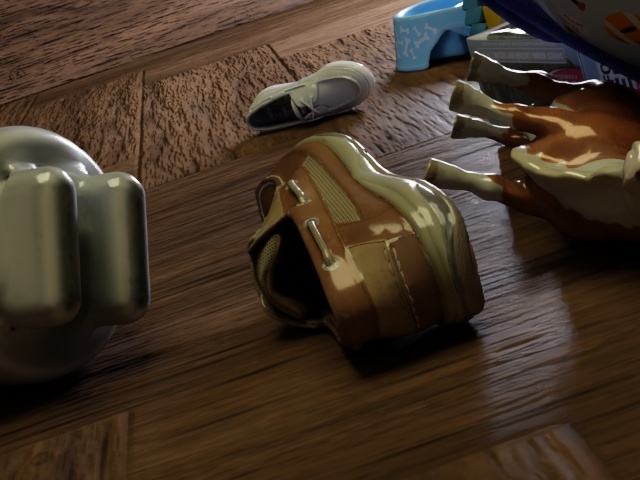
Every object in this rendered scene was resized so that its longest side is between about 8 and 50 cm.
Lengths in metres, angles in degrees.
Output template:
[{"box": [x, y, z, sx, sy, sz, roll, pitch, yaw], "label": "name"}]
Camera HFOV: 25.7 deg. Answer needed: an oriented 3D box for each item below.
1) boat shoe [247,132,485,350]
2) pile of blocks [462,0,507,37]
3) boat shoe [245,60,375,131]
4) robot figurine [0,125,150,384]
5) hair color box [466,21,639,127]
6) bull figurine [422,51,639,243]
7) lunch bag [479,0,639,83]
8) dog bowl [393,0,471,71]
[{"box": [0.000, 0.000, 1.016, 0.116, 0.123, 0.324, -24, 14, -14], "label": "boat shoe"}, {"box": [0.242, -0.329, 1.730, 0.113, 0.362, 0.149, 8, -35, -20], "label": "pile of blocks"}, {"box": [-0.017, -0.177, 1.767, 0.184, 0.066, 0.063, -6, 33, 33], "label": "boat shoe"}, {"box": [-0.296, 0.019, 1.133, 0.353, 0.199, 0.300, -7, -9, 37], "label": "robot figurine"}, {"box": [0.350, -0.203, 1.325, 0.374, 0.113, 0.185, -25, 17, -20], "label": "hair color box"}, {"box": [0.181, -0.062, 1.000, 0.188, 0.101, 0.310, 18, 14, 6], "label": "bull figurine"}, {"box": [0.271, -0.295, 1.045, 0.385, 0.239, 0.328, 32, 85, 31], "label": "lunch bag"}, {"box": [0.223, -0.298, 1.882, 0.297, 0.074, 0.166, -3, 21, 43], "label": "dog bowl"}]
